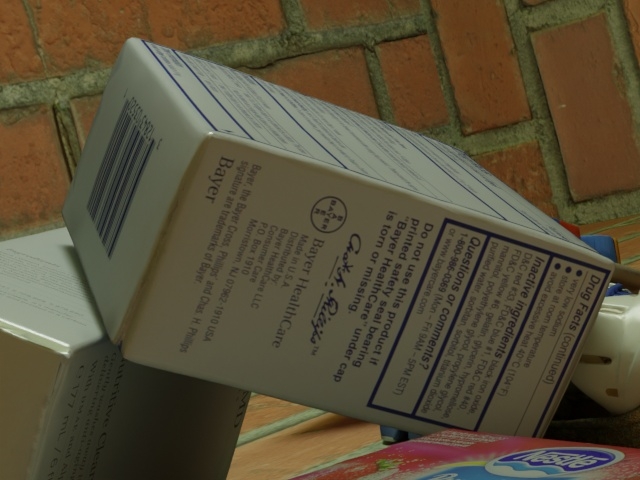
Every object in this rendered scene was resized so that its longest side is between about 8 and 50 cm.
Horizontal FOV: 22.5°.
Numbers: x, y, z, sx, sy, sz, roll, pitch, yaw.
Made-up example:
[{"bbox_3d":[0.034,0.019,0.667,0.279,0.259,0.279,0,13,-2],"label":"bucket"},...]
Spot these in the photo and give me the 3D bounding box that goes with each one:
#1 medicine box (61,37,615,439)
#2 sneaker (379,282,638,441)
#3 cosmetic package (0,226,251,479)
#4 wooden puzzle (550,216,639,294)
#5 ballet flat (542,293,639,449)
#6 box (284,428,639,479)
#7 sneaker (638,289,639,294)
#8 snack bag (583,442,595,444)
[{"bbox_3d":[0.000,0.000,1.074,0.289,0.149,0.263,18,13,-22],"label":"medicine box"},{"bbox_3d":[0.159,0.057,1.335,0.315,0.182,0.127,-14,5,34],"label":"sneaker"},{"bbox_3d":[-0.178,0.116,1.140,0.156,0.217,0.385,19,13,16],"label":"cosmetic package"},{"bbox_3d":[0.160,0.044,1.602,0.322,0.081,0.348,-14,-19,30],"label":"wooden puzzle"},{"bbox_3d":[0.192,0.086,1.098,0.123,0.123,0.348,-15,-1,-25],"label":"ballet flat"},{"bbox_3d":[0.059,0.138,0.497,0.122,0.128,0.257,-15,1,-21],"label":"box"},{"bbox_3d":[0.376,-0.006,1.332,0.290,0.123,0.106,-20,4,44],"label":"sneaker"},{"bbox_3d":[0.009,0.186,0.929,0.323,0.037,0.342,-14,-1,8],"label":"snack bag"}]
